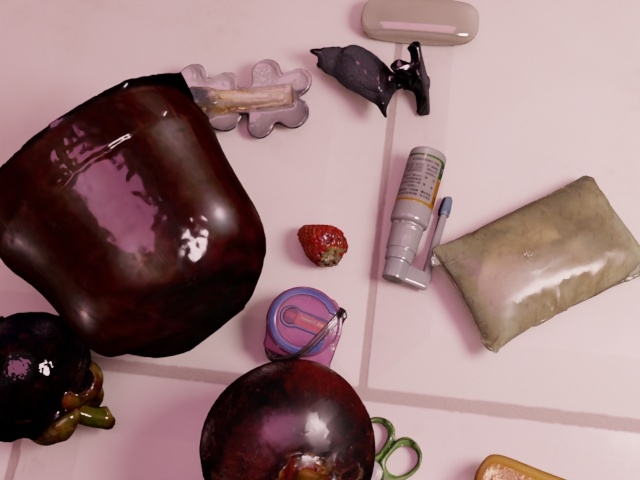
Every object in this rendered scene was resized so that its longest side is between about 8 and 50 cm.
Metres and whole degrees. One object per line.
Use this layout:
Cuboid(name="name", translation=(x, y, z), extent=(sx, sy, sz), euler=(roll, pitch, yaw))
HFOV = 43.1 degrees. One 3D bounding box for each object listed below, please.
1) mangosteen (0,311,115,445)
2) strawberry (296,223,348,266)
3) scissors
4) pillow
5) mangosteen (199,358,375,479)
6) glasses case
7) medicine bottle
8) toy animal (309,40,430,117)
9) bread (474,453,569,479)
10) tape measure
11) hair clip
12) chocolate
Cuboid(name="mangosteen", translation=(-0.398, 0.210, 1.151), extent=(0.230, 0.194, 0.194), euler=(44, 76, -6))
Cuboid(name="strawberry", translation=(0.000, 0.000, 1.263), extent=(0.073, 0.073, 0.083), euler=(-36, 54, -10))
Cuboid(name="scissors", translation=(0.055, 0.351, 1.147), extent=(0.101, 0.027, 0.204), euler=(35, 73, 18))
Cuboid(name="pillow", translation=(0.332, 0.032, 1.228), extent=(0.303, 0.075, 0.184), euler=(-25, 72, -9))
Cuboid(name="mangosteen", translation=(-0.033, 0.279, 1.038), extent=(0.236, 0.261, 0.235), euler=(-2, 98, -15))
Cuboid(name="glasses case", translation=(0.171, -0.381, 1.404), extent=(0.204, 0.051, 0.081), euler=(7, 71, 5))
Cuboid(name="medicine bottle", translation=(0.156, -0.034, 1.274), extent=(0.092, 0.061, 0.220), euler=(21, 72, -10))
Cuboid(name="toy animal", translation=(0.076, -0.261, 1.352), extent=(0.210, 0.121, 0.117), euler=(11, 75, 23))
Cuboid(name="bread", translation=(0.322, 0.367, 1.102), extent=(0.239, 0.074, 0.092), euler=(20, 66, 10))
Cuboid(name="tape measure", translation=(-0.026, 0.132, 1.210), extent=(0.118, 0.074, 0.125), euler=(22, 77, 5))
Cuboid(name="hair clip", translation=(-0.141, -0.237, 1.361), extent=(0.257, 0.075, 0.146), euler=(-3, 71, -5))
Cuboid(name="chocolate", translation=(-0.243, -0.006, 1.154), extent=(0.384, 0.383, 0.331), euler=(-39, 89, -11))
